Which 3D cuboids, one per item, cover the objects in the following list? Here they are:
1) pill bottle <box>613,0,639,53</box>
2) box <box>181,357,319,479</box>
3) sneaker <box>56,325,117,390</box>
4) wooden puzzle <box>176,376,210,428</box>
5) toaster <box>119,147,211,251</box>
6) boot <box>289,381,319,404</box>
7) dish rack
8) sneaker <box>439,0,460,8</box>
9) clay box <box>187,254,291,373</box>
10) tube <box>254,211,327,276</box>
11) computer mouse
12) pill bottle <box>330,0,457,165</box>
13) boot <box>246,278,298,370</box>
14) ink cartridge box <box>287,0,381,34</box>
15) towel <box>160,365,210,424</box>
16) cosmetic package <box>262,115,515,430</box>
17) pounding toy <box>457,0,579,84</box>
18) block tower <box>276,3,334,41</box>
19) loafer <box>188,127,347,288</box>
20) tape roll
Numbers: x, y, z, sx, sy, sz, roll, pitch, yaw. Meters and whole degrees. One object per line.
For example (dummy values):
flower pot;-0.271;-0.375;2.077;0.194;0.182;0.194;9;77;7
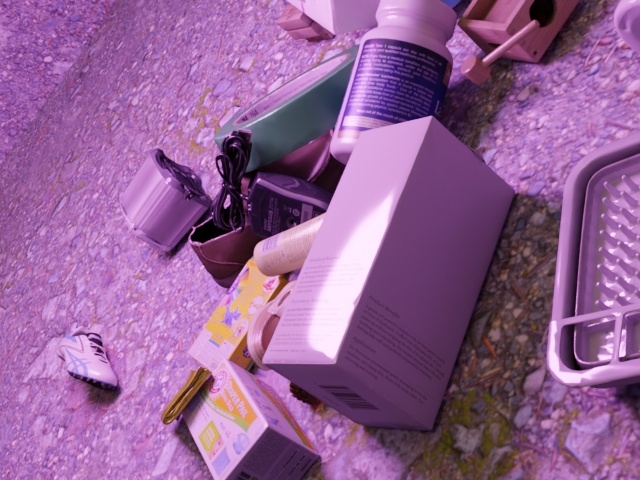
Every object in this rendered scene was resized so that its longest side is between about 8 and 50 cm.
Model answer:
pill bottle;0.481;-0.357;1.317;0.136;0.136;0.245;6;64;55
box;-0.106;0.277;1.494;0.114;0.103;0.203;-52;31;3
sneaker;-0.449;0.226;2.013;0.237;0.085;0.086;24;84;57
wooden puzzle;-0.206;0.267;1.722;0.116;0.014;0.078;-42;33;19
toaster;-0.316;-0.077;2.103;0.146;0.129;0.227;-52;33;9
boot;-0.004;0.163;1.462;0.084;0.059;0.158;-60;-8;-30
dish rack;0.394;0.009;1.132;0.286;0.072;0.332;-22;43;42
sneaker;0.282;-0.497;1.731;0.319;0.127;0.208;-54;30;-1
clay box;-0.118;0.123;1.711;0.222;0.053;0.127;-55;32;-7
tube;0.000;0.000;1.580;0.240;0.070;0.062;-22;20;41
computer mouse;-0.047;-0.057;1.673;0.072;0.272;0.188;-37;-32;-48
pill bottle;0.119;-0.239;1.611;0.153;0.153;0.264;6;78;55
boot;-0.005;0.099;1.522;0.165;0.077;0.213;-23;16;35
ink cartridge box;0.053;-0.504;1.958;0.207;0.119;0.353;-15;29;-13
towel;-0.218;0.242;1.628;0.102;0.021;0.237;-51;3;-13
cosmetic package;0.099;0.043;1.369;0.155;0.197;0.365;-7;52;50
pounding toy;0.295;-0.308;1.554;0.206;0.094;0.181;-56;31;-4
block tower;0.036;-0.562;2.150;0.097;0.091;0.335;7;64;54
loafer;-0.087;-0.071;1.787;0.366;0.130;0.134;-46;32;11
tape roll;-0.032;-0.231;1.799;0.321;0.077;0.321;-29;13;8
